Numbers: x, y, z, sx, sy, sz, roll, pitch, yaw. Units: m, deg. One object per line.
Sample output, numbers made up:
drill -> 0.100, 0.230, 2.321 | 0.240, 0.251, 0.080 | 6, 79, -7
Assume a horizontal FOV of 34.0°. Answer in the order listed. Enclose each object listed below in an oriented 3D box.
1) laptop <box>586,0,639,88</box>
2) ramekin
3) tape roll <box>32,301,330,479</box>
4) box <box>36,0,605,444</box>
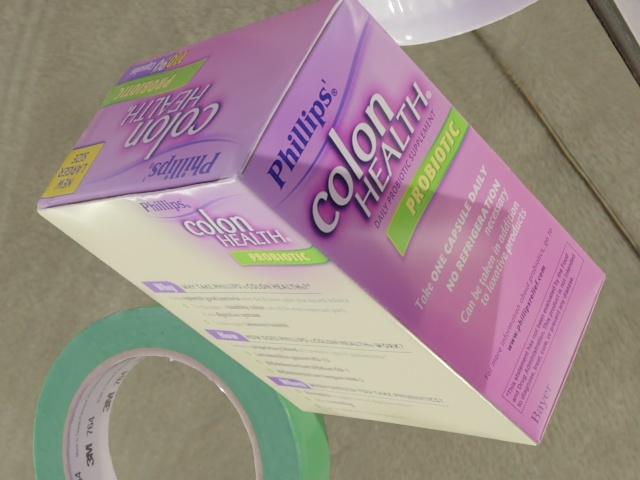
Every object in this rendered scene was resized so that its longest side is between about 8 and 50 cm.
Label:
laptop -> 0.267, -0.180, 0.237 | 0.408, 0.382, 0.236 | -50, 49, 4
ramekin -> 0.144, -0.337, 1.116 | 0.277, 0.277, 0.135 | -20, 120, 14
tape roll -> -0.150, 0.225, 1.095 | 0.321, 0.077, 0.321 | 1, 94, 23
box -> 0.000, 0.000, 0.609 | 0.243, 0.213, 0.117 | 41, 64, -29
